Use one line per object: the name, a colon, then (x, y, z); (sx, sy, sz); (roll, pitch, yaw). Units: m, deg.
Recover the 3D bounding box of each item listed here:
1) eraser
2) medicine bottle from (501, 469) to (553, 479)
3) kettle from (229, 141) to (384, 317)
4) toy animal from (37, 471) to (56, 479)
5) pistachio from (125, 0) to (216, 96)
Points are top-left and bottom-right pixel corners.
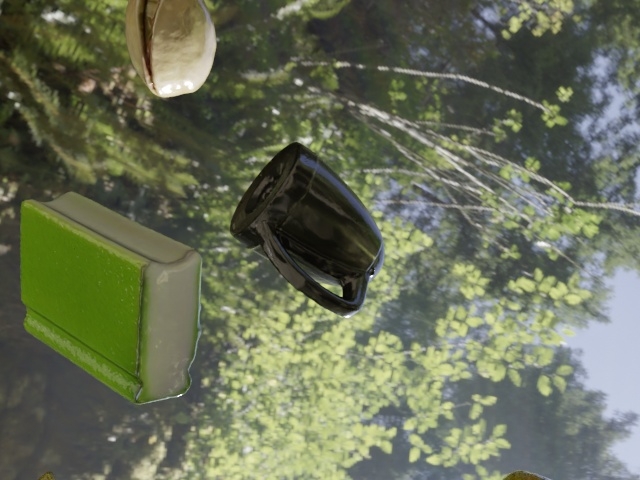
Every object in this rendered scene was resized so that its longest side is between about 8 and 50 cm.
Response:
eraser: (-0.276, 0.071, 1.145); (0.274, 0.092, 0.210); (24, -63, 35)
medicine bottle: (0.388, 0.464, 1.138); (0.384, 0.224, 0.224); (19, -92, 27)
kettle: (0.007, -0.014, 1.589); (0.207, 0.271, 0.251); (-54, -160, 1)
toy animal: (-0.177, 0.208, 0.611); (0.181, 0.136, 0.073); (-1, -99, 23)
pistachio: (-0.331, -0.446, 1.930); (0.194, 0.318, 0.213); (16, -117, 11)
